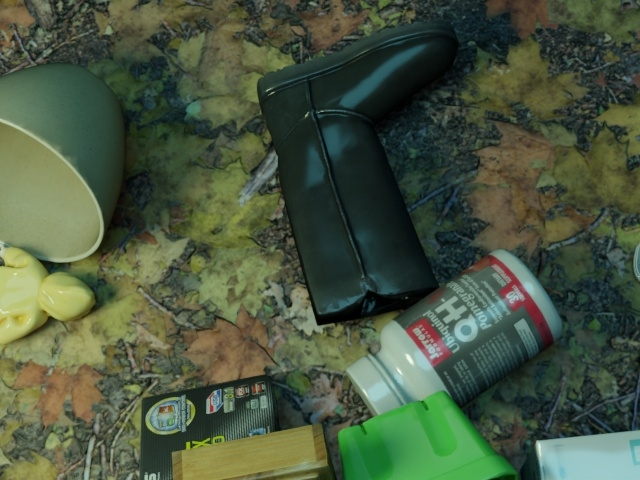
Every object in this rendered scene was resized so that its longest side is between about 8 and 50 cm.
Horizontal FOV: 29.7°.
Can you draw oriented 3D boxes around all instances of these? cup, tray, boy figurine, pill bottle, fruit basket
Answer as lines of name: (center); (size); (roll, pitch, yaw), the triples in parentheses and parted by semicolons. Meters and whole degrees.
cup: (-0.457, -0.160, 2.014); (0.331, 0.331, 0.237); (18, 51, 10)
tray: (-0.062, 0.419, 1.718); (0.203, 0.411, 0.076); (-11, 47, 1)
boy figurine: (-0.518, 0.089, 2.029); (0.285, 0.092, 0.177); (-5, 72, 3)
pill bottle: (0.205, 0.167, 1.895); (0.318, 0.176, 0.176); (-34, 73, -6)
fruit basket: (0.162, 0.454, 1.708); (0.283, 0.392, 0.392); (-21, 72, -2)

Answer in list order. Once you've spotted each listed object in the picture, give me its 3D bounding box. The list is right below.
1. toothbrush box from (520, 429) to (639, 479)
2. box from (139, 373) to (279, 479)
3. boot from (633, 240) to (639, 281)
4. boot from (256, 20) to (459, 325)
toothbrush box: (0.414, 0.362, 1.753); (0.216, 0.295, 0.126); (-7, 72, 4)
box: (-0.168, 0.335, 1.863); (0.216, 0.060, 0.270); (-10, 37, 1)
boot: (0.571, -0.020, 1.970); (0.069, 0.086, 0.190); (26, 76, 12)
boot: (0.108, -0.111, 1.995); (0.367, 0.146, 0.445); (-19, 65, 10)
